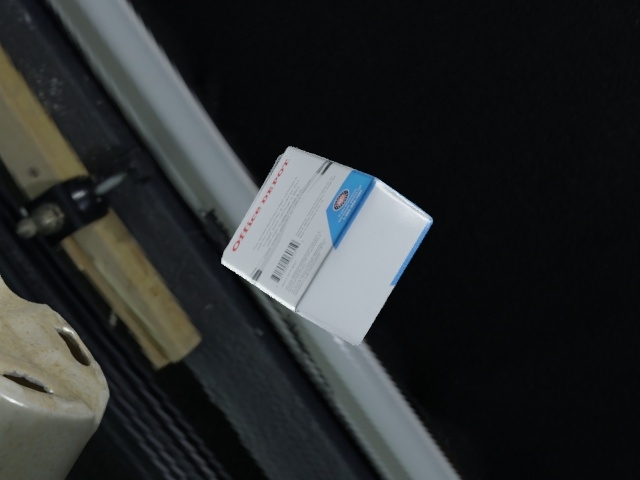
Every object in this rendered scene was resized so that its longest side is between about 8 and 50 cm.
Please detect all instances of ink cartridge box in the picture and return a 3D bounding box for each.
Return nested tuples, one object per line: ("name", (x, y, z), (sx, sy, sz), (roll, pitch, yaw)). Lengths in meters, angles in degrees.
("ink cartridge box", (0.000, 0.000, 1.153), (0.086, 0.203, 0.148), (31, -91, -28))

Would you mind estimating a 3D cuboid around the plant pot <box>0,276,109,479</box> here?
("plant pot", (-0.321, 0.161, 0.781), (0.334, 0.334, 0.305), (39, -84, 2))
